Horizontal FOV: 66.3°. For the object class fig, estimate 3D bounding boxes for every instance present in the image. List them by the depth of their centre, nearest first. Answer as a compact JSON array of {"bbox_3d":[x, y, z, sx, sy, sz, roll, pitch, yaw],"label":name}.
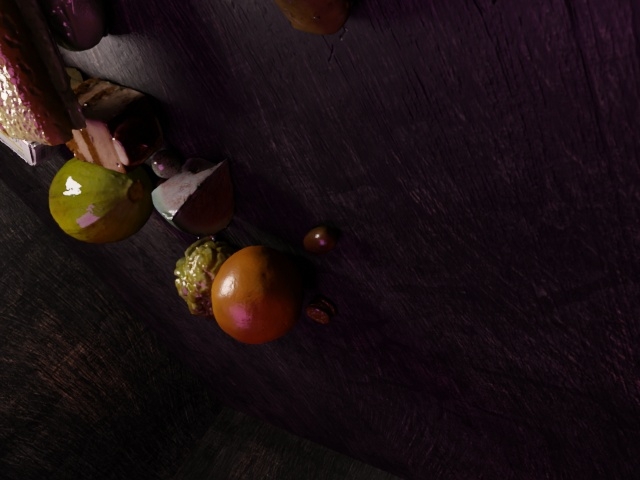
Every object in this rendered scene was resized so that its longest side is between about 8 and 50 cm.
[{"bbox_3d":[-0.727,-0.144,1.676,0.343,0.343,0.343,26,146,19],"label":"fig"}]

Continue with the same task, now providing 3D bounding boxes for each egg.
[{"bbox_3d":[-0.477,-0.234,1.514,0.085,0.085,0.110,44,158,-10],"label":"egg"}]

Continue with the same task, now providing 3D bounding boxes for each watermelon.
[{"bbox_3d":[-0.348,-0.127,1.432,0.193,0.310,0.232,10,101,37],"label":"watermelon"}]

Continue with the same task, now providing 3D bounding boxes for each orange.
[{"bbox_3d":[-0.195,0.171,1.550,0.312,0.312,0.312,26,146,19],"label":"orange"}]

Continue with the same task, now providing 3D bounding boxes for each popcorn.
[{"bbox_3d":[-0.388,0.122,1.742,0.282,0.247,0.282,27,138,28],"label":"popcorn"}]

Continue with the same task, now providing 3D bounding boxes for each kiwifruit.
[{"bbox_3d":[0.000,0.000,1.350,0.075,0.075,0.124,45,152,-11],"label":"kiwifruit"}]

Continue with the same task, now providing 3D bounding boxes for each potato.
[{"bbox_3d":[-0.017,-0.412,0.789,0.137,0.137,0.176,12,143,35],"label":"potato"}]

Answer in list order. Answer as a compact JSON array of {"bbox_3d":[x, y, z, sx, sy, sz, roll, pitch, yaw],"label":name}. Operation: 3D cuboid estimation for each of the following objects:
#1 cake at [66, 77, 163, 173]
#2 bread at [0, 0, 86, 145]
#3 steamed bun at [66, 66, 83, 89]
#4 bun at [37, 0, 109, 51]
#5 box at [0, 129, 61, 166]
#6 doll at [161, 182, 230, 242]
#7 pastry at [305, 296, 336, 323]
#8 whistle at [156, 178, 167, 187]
[{"bbox_3d":[-0.581,-0.327,1.405,0.293,0.199,0.196,18,138,22],"label":"cake"},{"bbox_3d":[-0.733,-0.421,1.166,0.236,0.165,0.375,16,136,23],"label":"bread"},{"bbox_3d":[-0.780,-0.454,1.511,0.192,0.106,0.177,2,152,14],"label":"steamed bun"},{"bbox_3d":[-0.631,-0.574,1.176,0.239,0.141,0.239,28,149,19],"label":"bun"},{"bbox_3d":[-1.152,-0.456,1.847,0.333,0.145,0.173,42,150,-6],"label":"box"},{"bbox_3d":[-0.415,-0.098,1.589,0.248,0.127,0.088,36,139,-13],"label":"doll"},{"bbox_3d":[0.002,0.239,1.669,0.109,0.057,0.097,-6,129,50],"label":"pastry"},{"bbox_3d":[-0.471,-0.127,1.676,0.220,0.057,0.107,43,134,0],"label":"whistle"}]
